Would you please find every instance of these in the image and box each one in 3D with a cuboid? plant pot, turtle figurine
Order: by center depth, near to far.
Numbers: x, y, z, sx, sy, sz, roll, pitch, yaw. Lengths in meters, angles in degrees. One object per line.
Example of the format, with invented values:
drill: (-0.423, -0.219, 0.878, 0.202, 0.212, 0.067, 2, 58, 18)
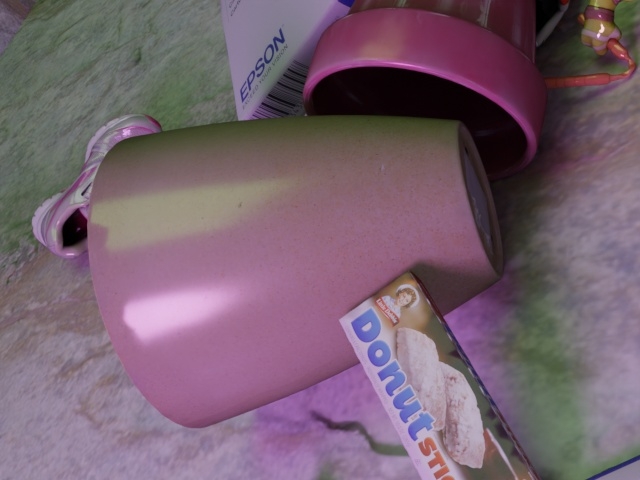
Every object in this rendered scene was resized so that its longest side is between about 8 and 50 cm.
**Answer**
plant pot: (0.000, 0.000, 0.752, 0.273, 0.257, 0.257, -15, 42, 18)
turtle figurine: (0.291, -0.247, 0.775, 0.269, 0.087, 0.217, -28, 36, 31)
plant pot: (0.104, -0.172, 0.791, 0.201, 0.201, 0.180, -5, 62, 48)

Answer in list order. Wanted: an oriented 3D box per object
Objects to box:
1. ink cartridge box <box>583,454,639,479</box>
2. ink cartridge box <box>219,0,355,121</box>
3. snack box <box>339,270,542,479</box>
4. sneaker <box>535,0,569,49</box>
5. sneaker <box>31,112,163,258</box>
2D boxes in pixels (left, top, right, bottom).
ink cartridge box: (0.156, 0.220, 0.421, 0.303, 0.072, 0.307, -33, 10, 24)
ink cartridge box: (-0.008, -0.333, 1.014, 0.324, 0.071, 0.330, -49, 40, 36)
snack box: (0.077, 0.107, 0.606, 0.064, 0.022, 0.178, -37, 56, 12)
sneaker: (0.221, -0.239, 0.868, 0.161, 0.057, 0.075, -57, 17, -6)
sneaker: (-0.307, -0.067, 1.316, 0.252, 0.103, 0.111, -51, 35, 8)
